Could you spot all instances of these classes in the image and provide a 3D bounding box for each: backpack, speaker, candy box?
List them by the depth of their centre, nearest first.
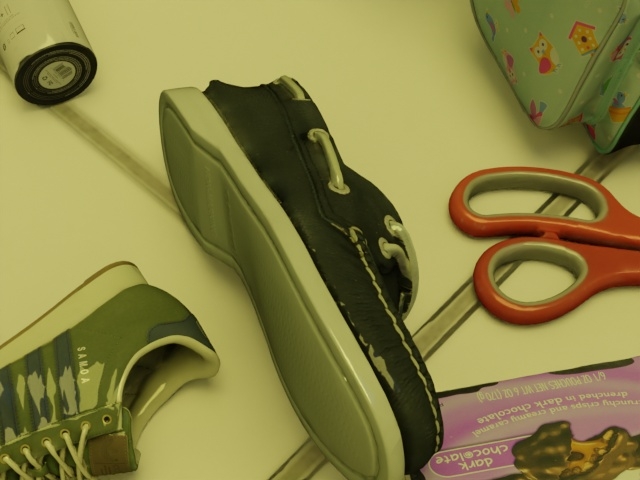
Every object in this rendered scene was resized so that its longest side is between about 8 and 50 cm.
[{"bbox_3d":[0.132,0.147,0.554,0.165,0.070,0.196,-9,34,-10],"label":"candy box"},{"bbox_3d":[0.176,-0.165,0.747,0.144,0.166,0.188,-6,54,-18],"label":"backpack"},{"bbox_3d":[-0.191,-0.154,0.779,0.055,0.055,0.136,-20,60,-17],"label":"speaker"}]

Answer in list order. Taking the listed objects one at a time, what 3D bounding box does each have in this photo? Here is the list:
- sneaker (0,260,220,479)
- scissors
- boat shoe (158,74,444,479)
[{"bbox_3d":[-0.131,0.093,0.613,0.086,0.064,0.192,33,57,22],"label":"sneaker"},{"bbox_3d":[0.226,0.004,0.724,0.297,0.021,0.109,1,55,-1],"label":"scissors"},{"bbox_3d":[0.000,0.000,0.626,0.091,0.114,0.302,-15,45,-17],"label":"boat shoe"}]
